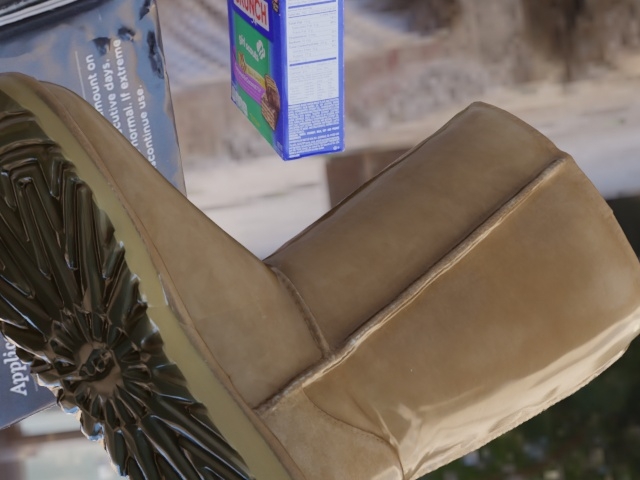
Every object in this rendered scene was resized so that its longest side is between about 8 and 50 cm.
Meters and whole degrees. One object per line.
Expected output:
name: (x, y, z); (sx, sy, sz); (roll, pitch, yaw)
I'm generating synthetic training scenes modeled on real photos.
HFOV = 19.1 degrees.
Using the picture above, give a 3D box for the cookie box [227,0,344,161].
cookie box: (-0.021, -0.113, 1.073); (0.040, 0.107, 0.092); (-12, -148, -19)

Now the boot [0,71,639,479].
boot: (0.000, 0.000, 0.789); (0.089, 0.236, 0.269); (-28, -176, 44)

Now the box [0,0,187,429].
box: (-0.414, -0.043, 1.333); (0.472, 0.297, 0.480); (-23, -149, -30)
